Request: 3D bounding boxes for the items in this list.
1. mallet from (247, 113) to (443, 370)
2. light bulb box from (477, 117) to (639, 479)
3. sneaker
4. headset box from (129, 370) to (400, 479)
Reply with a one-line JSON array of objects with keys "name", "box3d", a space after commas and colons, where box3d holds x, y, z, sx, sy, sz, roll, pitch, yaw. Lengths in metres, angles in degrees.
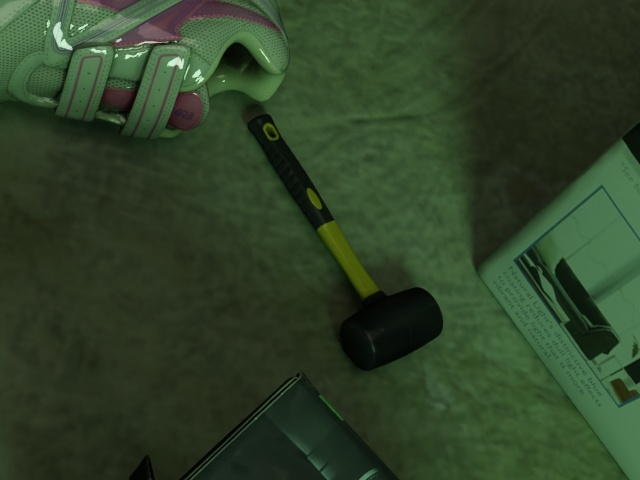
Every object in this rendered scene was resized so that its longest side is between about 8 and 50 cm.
[{"name": "mallet", "box3d": [0.000, 0.000, 0.771, 0.062, 0.039, 0.190, -32, 76, -31]}, {"name": "light bulb box", "box3d": [0.348, -0.043, 0.719, 0.358, 0.361, 0.225, -31, 80, -27]}, {"name": "sneaker", "box3d": [-0.121, -0.117, 0.740, 0.252, 0.103, 0.111, -20, 73, -25]}, {"name": "headset box", "box3d": [-0.003, 0.221, 0.551, 0.283, 0.246, 0.131, 46, 62, 6]}]
